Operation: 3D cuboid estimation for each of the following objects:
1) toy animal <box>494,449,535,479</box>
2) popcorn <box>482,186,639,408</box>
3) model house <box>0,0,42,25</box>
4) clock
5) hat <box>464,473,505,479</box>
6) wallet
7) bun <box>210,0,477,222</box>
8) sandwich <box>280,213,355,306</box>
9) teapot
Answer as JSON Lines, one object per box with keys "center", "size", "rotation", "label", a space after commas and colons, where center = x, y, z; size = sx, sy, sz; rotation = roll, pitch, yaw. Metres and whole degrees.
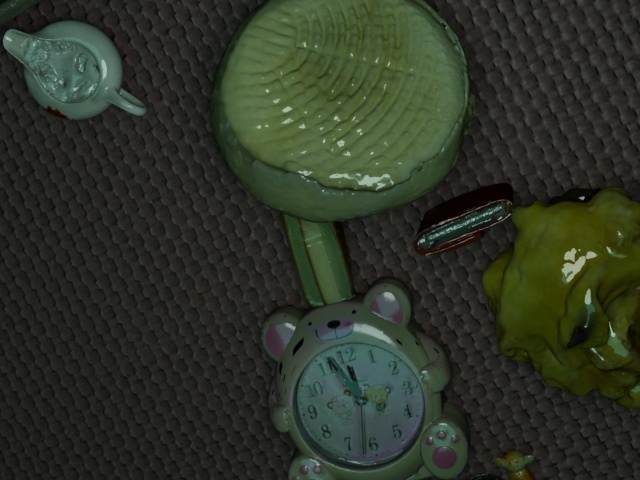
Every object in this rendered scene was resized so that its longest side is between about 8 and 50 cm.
{"center": [0.301, 0.356, 1.803], "size": [0.060, 0.081, 0.083], "rotation": [-18, 119, 13], "label": "toy animal"}
{"center": [0.381, 0.076, 1.643], "size": [0.316, 0.281, 0.297], "rotation": [22, 121, 15], "label": "popcorn"}
{"center": [-0.447, -0.414, 1.716], "size": [0.229, 0.122, 0.188], "rotation": [-25, 95, 15], "label": "model house"}
{"center": [0.059, 0.227, 1.787], "size": [0.284, 0.114, 0.309], "rotation": [-16, 98, 12], "label": "clock"}
{"center": [0.246, 0.417, 1.832], "size": [0.121, 0.050, 0.121], "rotation": [1, 99, 7], "label": "hat"}
{"center": [0.202, -0.032, 1.665], "size": [0.142, 0.204, 0.045], "rotation": [-23, 95, 12], "label": "wallet"}
{"center": [0.030, -0.175, 1.639], "size": [0.364, 0.202, 0.364], "rotation": [-1, 64, 2], "label": "bun"}
{"center": [0.000, 0.000, 1.757], "size": [0.079, 0.113, 0.163], "rotation": [-14, 108, 9], "label": "sandwich"}
{"center": [-0.351, -0.245, 1.754], "size": [0.226, 0.092, 0.145], "rotation": [28, 107, 0], "label": "teapot"}
